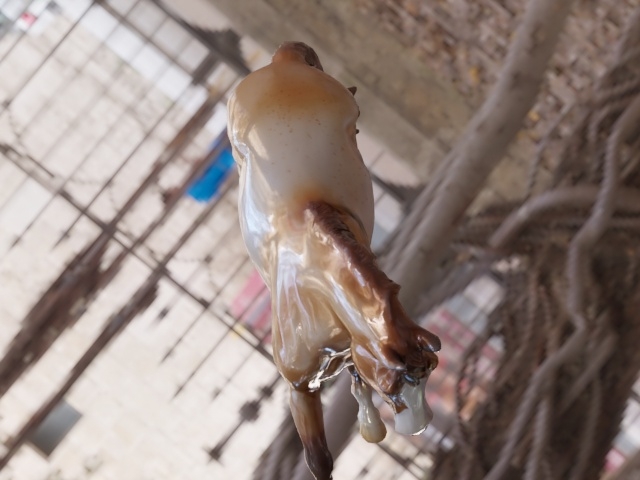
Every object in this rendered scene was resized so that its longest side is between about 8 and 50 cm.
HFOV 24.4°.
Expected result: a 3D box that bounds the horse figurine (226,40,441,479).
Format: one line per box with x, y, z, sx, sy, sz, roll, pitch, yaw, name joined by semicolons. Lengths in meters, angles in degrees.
0.000;0.000;0.642;0.174;0.066;0.263;83;178;-50;horse figurine
